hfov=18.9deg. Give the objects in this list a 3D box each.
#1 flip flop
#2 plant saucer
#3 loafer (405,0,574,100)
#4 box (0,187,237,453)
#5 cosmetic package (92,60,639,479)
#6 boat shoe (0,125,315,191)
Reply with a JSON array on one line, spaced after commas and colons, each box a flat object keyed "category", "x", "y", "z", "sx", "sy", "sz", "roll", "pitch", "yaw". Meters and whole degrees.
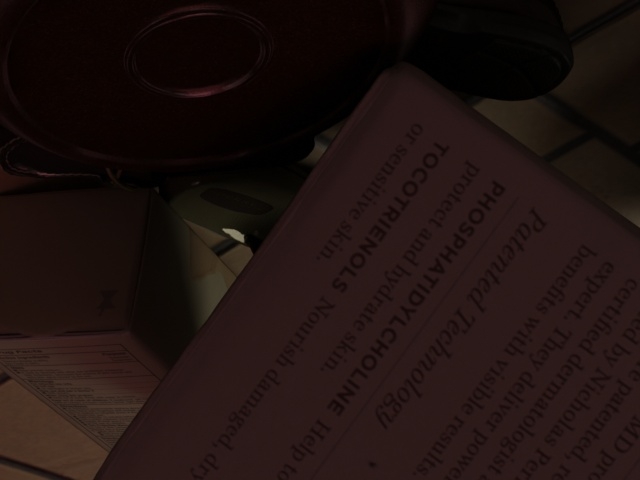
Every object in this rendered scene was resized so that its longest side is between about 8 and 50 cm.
[{"category": "flip flop", "x": 0.000, "y": 0.000, "z": 1.472, "sx": 0.277, "sy": 0.080, "sz": 0.112, "roll": 18, "pitch": 139, "yaw": -37}, {"category": "plant saucer", "x": -0.074, "y": -0.124, "z": 1.123, "sx": 0.311, "sy": 0.050, "sz": 0.310, "roll": -8, "pitch": 151, "yaw": -4}, {"category": "loafer", "x": 0.042, "y": -0.162, "z": 1.231, "sx": 0.267, "sy": 0.084, "sz": 0.096, "roll": 16, "pitch": 144, "yaw": -30}, {"category": "box", "x": -0.133, "y": 0.084, "z": 1.504, "sx": 0.148, "sy": 0.121, "sz": 0.311, "roll": -2, "pitch": 153, "yaw": 22}, {"category": "cosmetic package", "x": 0.130, "y": 0.140, "z": 1.257, "sx": 0.327, "sy": 0.394, "sz": 0.329, "roll": -54, "pitch": 172, "yaw": 3}, {"category": "boat shoe", "x": -0.117, "y": -0.073, "z": 1.333, "sx": 0.228, "sy": 0.068, "sz": 0.081, "roll": -10, "pitch": 148, "yaw": 1}]
